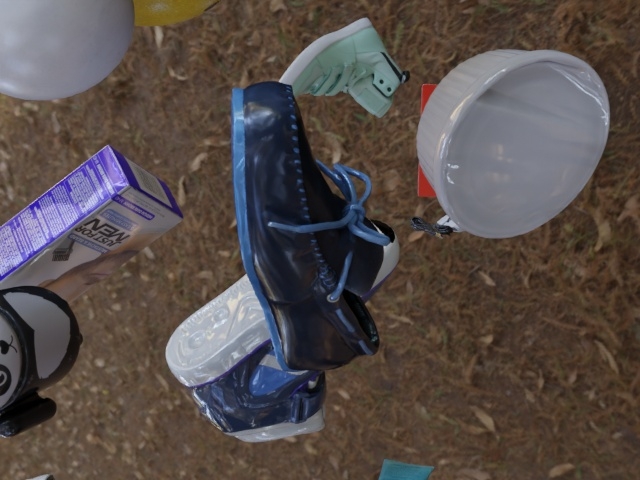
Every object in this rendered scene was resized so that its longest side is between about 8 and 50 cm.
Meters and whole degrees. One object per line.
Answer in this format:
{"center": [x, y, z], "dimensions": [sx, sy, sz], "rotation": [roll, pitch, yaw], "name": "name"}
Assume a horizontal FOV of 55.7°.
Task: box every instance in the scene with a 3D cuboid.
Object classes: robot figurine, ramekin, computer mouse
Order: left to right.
{"center": [-0.467, 0.157, 0.890], "dimensions": [0.209, 0.278, 0.173], "rotation": [28, 96, 6], "name": "robot figurine"}
{"center": [0.308, -0.047, 1.397], "dimensions": [0.106, 0.193, 0.042], "rotation": [20, 116, 50], "name": "computer mouse"}
{"center": [0.265, -0.150, 0.880], "dimensions": [0.127, 0.273, 0.272], "rotation": [-122, 27, -54], "name": "ramekin"}

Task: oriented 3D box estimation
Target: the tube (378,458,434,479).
{"center": [0.101, 0.378, 0.863], "dimensions": [0.080, 0.207, 0.052], "rotation": [5, 109, 21], "name": "tube"}

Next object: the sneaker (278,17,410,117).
{"center": [0.044, -0.255, 0.985], "dimensions": [0.151, 0.256, 0.094], "rotation": [51, 146, -3], "name": "sneaker"}

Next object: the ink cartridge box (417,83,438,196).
{"center": [0.460, -0.260, 1.600], "dimensions": [0.385, 0.091, 0.308], "rotation": [1, 98, -4], "name": "ink cartridge box"}

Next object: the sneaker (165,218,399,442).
{"center": [-0.014, 0.136, 0.791], "dimensions": [0.130, 0.323, 0.236], "rotation": [53, 174, 50], "name": "sneaker"}

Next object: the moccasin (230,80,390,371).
{"center": [0.000, 0.000, 0.535], "dimensions": [0.117, 0.137, 0.342], "rotation": [-5, 145, 4], "name": "moccasin"}

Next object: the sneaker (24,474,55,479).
{"center": [-0.247, 0.222, 0.451], "dimensions": [0.152, 0.061, 0.053], "rotation": [151, 115, -81], "name": "sneaker"}

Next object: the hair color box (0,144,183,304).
{"center": [-0.444, -0.005, 1.105], "dimensions": [0.339, 0.185, 0.110], "rotation": [-35, 66, 6], "name": "hair color box"}

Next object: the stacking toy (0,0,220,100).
{"center": [-0.146, -0.299, 0.509], "dimensions": [0.351, 0.479, 0.350], "rotation": [15, 153, 8], "name": "stacking toy"}
